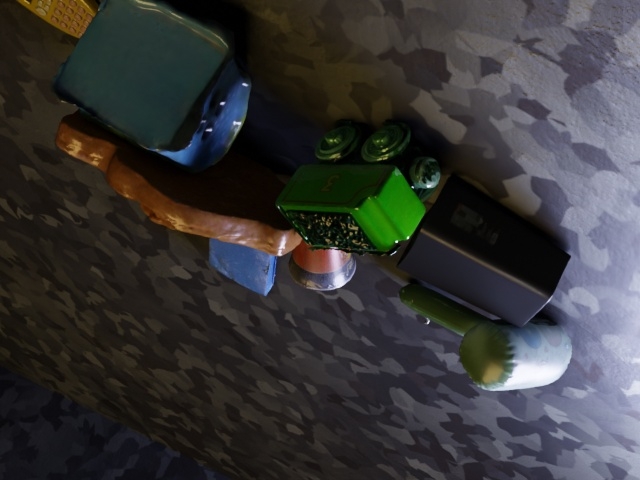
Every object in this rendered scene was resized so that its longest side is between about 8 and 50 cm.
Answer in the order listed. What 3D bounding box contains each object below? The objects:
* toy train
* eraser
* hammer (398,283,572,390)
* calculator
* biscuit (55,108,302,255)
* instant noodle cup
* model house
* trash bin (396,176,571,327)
[{"bbox_3d":[0.062,-0.079,1.791,0.243,0.188,0.132,3,142,45],"label":"toy train"},{"bbox_3d":[-0.152,0.000,2.297,0.144,0.042,0.312,28,152,9],"label":"eraser"},{"bbox_3d":[0.255,0.153,2.011,0.206,0.119,0.335,5,-165,-44],"label":"hammer"},{"bbox_3d":[-0.464,-0.422,1.968,0.235,0.032,0.146,37,152,-9],"label":"calculator"},{"bbox_3d":[-0.214,-0.104,1.939,0.455,0.350,0.078,35,116,28],"label":"biscuit"},{"bbox_3d":[0.002,0.001,2.070,0.127,0.127,0.135,22,142,20],"label":"instant noodle cup"},{"bbox_3d":[-0.250,-0.235,1.863,0.237,0.215,0.303,28,173,9],"label":"model house"},{"bbox_3d":[0.256,0.028,1.839,0.225,0.115,0.165,30,153,2],"label":"trash bin"}]
